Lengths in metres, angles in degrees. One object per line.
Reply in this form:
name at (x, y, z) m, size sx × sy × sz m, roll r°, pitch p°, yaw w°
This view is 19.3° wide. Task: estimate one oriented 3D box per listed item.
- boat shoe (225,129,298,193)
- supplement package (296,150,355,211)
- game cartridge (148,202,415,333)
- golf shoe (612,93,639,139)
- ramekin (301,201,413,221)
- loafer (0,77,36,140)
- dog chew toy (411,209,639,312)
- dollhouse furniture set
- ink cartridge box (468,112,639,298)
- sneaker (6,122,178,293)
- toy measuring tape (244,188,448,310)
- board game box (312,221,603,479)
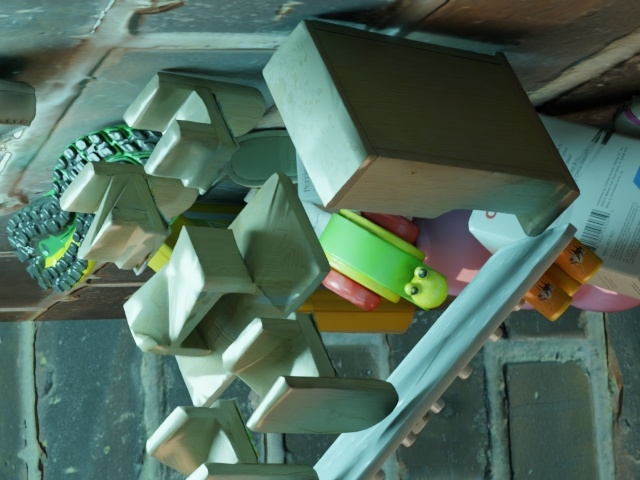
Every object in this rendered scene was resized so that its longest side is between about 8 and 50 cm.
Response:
boat shoe at (0.013, -0.086, 2.048) m, size 0.228 × 0.081 × 0.069 m, roll 3°, pitch 176°, yaw 9°
supplement package at (0.076, -0.096, 1.894) m, size 0.179 × 0.105 × 0.105 m, roll -10°, pitch 170°, yaw 33°
game cartridge at (-0.079, 0.028, 2.385) m, size 0.324 × 0.052 × 0.285 m, roll 6°, pitch -156°, yaw -46°
golf shoe at (0.376, -0.118, 1.936) m, size 0.067 × 0.086 × 0.186 m, roll 0°, pitch 173°, yaw -41°
ramekin at (0.068, -0.028, 2.283) m, size 0.273 × 0.127 × 0.273 m, roll -4°, pitch 172°, yaw -1°
loafer at (-0.371, -0.085, 1.762) m, size 0.112 × 0.111 × 0.319 m, roll 4°, pitch 169°, yaw -41°
dog chew toy at (0.253, -0.011, 2.151) m, size 0.332 × 0.206 × 0.206 m, roll -6°, pitch 173°, yaw -22°
dollhouse furniture set at (0.000, 0.000, 1.739) m, size 0.256 × 0.362 × 0.394 m, roll 6°, pitch 138°, yaw -40°
ink cartridge box at (0.280, -0.037, 1.976) m, size 0.203 × 0.148 × 0.086 m, roll 18°, pitch 168°, yaw 32°
sneaker at (-0.222, -0.062, 2.062) m, size 0.146 × 0.134 × 0.343 m, roll -42°, pitch -171°, yaw -35°
toy measuring tape at (0.010, -0.010, 2.078) m, size 0.330 × 0.121 × 0.121 m, roll 31°, pitch -164°, yaw 39°
board game box at (0.095, 0.158, 1.785) m, size 0.050 × 0.390 × 0.390 m, roll 40°, pitch 175°, yaw -1°
